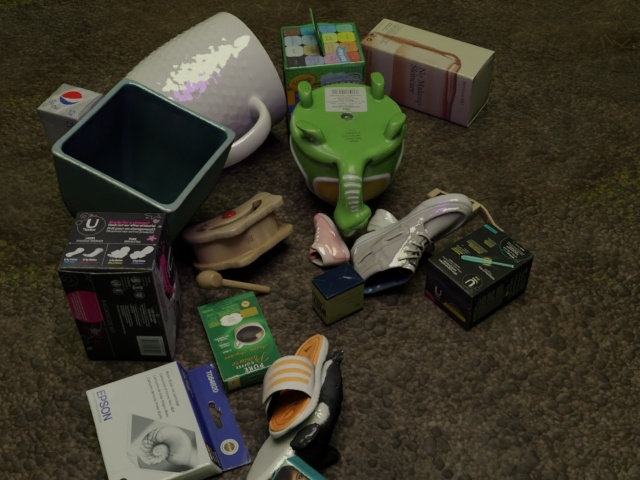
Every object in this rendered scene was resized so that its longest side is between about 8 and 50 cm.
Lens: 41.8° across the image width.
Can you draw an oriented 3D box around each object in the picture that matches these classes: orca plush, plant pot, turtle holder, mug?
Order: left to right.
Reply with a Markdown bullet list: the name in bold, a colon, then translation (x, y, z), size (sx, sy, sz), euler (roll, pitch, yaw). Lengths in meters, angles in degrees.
- **plant pot**: translation (-0.341, -0.103, 1.601), size (0.247, 0.252, 0.247), euler (27, 49, 5)
- **mug**: translation (-0.256, -0.273, 1.791), size (0.328, 0.276, 0.374), euler (-35, 48, -18)
- **orca plush**: translation (-0.014, 0.319, 1.364), size (0.151, 0.102, 0.287), euler (-31, 19, 35)
- **turtle holder**: translation (0.070, -0.174, 1.725), size (0.243, 0.228, 0.320), euler (-23, 50, -21)

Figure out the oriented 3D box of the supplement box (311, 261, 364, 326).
- **supplement box**: translation (0.032, 0.100, 1.554), size (0.083, 0.083, 0.056), euler (-24, 49, -20)

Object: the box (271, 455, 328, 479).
- **box**: translation (0.026, 0.421, 1.192), size (0.244, 0.060, 0.101), euler (33, 89, 16)

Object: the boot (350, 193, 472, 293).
- **boot**: translation (0.177, 0.016, 1.577), size (0.258, 0.095, 0.123), euler (-29, 39, 22)

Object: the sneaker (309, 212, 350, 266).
- **sneaker**: translation (0.000, 0.000, 1.676), size (0.070, 0.051, 0.134), euler (-16, 51, -21)

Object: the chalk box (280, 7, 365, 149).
- **chalk box**: translation (0.005, -0.373, 1.877), size (0.179, 0.289, 0.180), euler (-4, 46, -3)

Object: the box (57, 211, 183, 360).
- **box**: translation (-0.338, 0.082, 1.464), size (0.163, 0.247, 0.142), euler (1, 46, 2)

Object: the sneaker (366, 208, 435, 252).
- **sneaker**: translation (0.160, -0.006, 1.686), size (0.152, 0.054, 0.061), euler (28, 68, 29)

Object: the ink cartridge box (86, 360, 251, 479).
- **ink cartridge box**: translation (-0.254, 0.306, 1.383), size (0.223, 0.045, 0.223), euler (-17, 47, -16)

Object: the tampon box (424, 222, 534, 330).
- **tampon box**: translation (0.295, 0.066, 1.569), size (0.161, 0.102, 0.120), euler (-29, 51, -24)

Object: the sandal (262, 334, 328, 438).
- **sandal**: translation (-0.052, 0.221, 1.379), size (0.102, 0.076, 0.265), euler (-37, 15, 21)

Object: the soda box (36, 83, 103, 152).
- **soda box**: translation (-0.470, -0.168, 1.686), size (0.098, 0.286, 0.091), euler (16, 49, 18)

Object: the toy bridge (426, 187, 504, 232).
- **toy bridge**: translation (0.310, -0.056, 1.742), size (0.063, 0.026, 0.188), euler (-34, 54, -29)

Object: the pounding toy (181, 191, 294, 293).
- **pounding toy**: translation (-0.167, 0.025, 1.644), size (0.154, 0.155, 0.269), euler (0, 27, 43)

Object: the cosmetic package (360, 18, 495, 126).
- **cosmetic package**: translation (0.250, -0.402, 2.000), size (0.296, 0.153, 0.129), euler (22, 51, 23)

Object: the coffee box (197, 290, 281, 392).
- **coffee box**: translation (-0.145, 0.180, 1.509), size (0.113, 0.040, 0.184), euler (-16, 47, -14)
